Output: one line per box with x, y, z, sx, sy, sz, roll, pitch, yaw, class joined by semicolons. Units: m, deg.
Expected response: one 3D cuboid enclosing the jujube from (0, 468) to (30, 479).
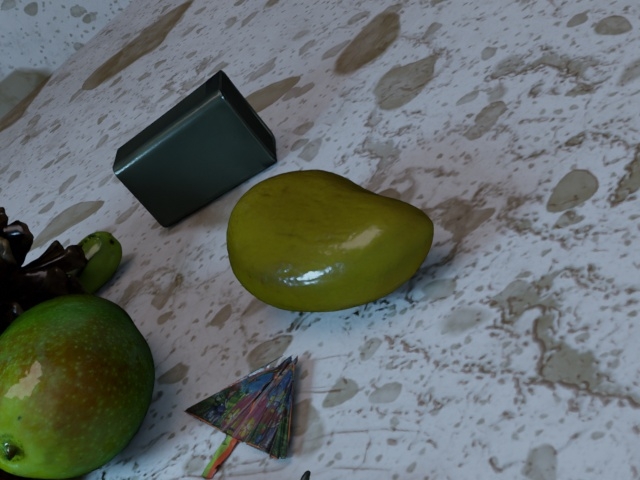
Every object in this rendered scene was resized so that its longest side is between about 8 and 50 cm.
-0.471;0.303;1.308;0.190;0.190;0.255;-22;15;27;jujube

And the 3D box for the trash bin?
-0.217;-0.152;1.729;0.240;0.164;0.122;-34;27;14;trash bin

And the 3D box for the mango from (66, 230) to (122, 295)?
-0.409;0.057;1.727;0.165;0.074;0.091;-49;33;5;mango

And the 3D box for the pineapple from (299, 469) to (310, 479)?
-0.052;0.317;0.867;0.128;0.128;0.248;-24;26;24;pineapple

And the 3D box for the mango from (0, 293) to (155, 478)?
-0.328;0.175;1.322;0.225;0.201;0.382;-26;16;6;mango

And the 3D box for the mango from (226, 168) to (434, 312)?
-0.007;0.006;1.260;0.195;0.142;0.332;-49;32;-11;mango

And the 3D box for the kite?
-0.088;0.207;1.185;0.241;0.014;0.183;3;51;51;kite

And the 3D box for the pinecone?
-0.541;0.097;1.552;0.384;0.384;0.384;-28;29;17;pinecone
